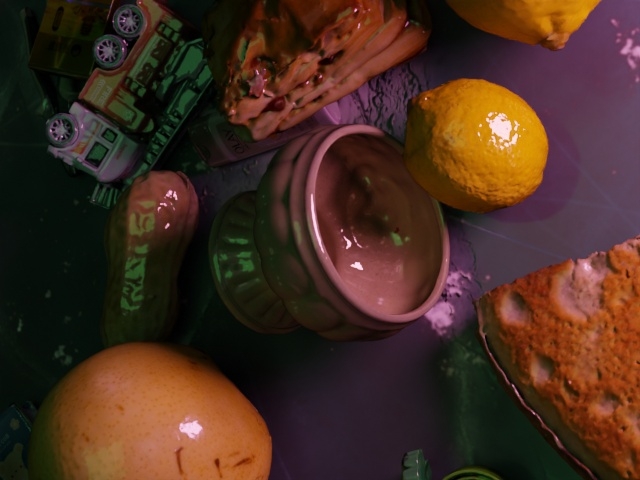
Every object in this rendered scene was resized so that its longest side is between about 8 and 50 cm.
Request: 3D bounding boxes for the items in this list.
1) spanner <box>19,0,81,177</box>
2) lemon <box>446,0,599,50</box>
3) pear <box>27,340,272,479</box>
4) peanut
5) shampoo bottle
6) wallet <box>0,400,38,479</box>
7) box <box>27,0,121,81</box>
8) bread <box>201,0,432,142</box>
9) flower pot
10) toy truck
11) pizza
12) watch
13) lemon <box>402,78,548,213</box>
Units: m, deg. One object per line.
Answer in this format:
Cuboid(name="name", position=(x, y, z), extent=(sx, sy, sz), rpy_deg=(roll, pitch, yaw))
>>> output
Cuboid(name="spanner", position=(-0.446, -0.261, 1.962), extent=(0.095, 0.040, 0.325), rpy_deg=(-20, 76, 25))
Cuboid(name="lemon", position=(0.259, -0.402, 1.498), extent=(0.268, 0.268, 0.322), rpy_deg=(-30, 90, 22))
Cuboid(name="pear", position=(-0.241, 0.306, 1.638), extent=(0.348, 0.348, 0.348), rpy_deg=(-3, 84, 27))
Cuboid(name="peanut", position=(-0.273, 0.043, 1.799), extent=(0.149, 0.149, 0.313), rpy_deg=(9, 94, 27))
Cuboid(name="shampoo bottle", position=(-0.086, -0.178, 1.752), extent=(0.227, 0.056, 0.086), rpy_deg=(-16, 122, 24))
Cuboid(name="wallet", position=(-0.475, 0.377, 1.912), extent=(0.141, 0.059, 0.202), rpy_deg=(-49, 65, 22))
Cuboid(name="box", position=(-0.405, -0.365, 1.929), extent=(0.121, 0.030, 0.193), rpy_deg=(13, 81, 17))
Cuboid(name="bread", position=(-0.022, -0.323, 1.635), extent=(0.324, 0.167, 0.277), rpy_deg=(-25, 48, 16))
Cuboid(name="flower pot", position=(0.000, 0.000, 1.586), extent=(0.244, 0.307, 0.307), rpy_deg=(-18, 77, 41))
Cuboid(name="toy truck", position=(-0.294, -0.208, 1.832), extent=(0.184, 0.133, 0.338), rpy_deg=(34, 99, 6))
Cuboid(name="pizza", position=(0.430, 0.120, 1.440), extent=(0.406, 0.130, 0.440), rpy_deg=(-53, 56, 13))
Cuboid(name="watch", position=(0.192, 0.355, 1.544), extent=(0.152, 0.131, 0.165), rpy_deg=(-9, 81, 16))
Cuboid(name="lemon", position=(0.206, -0.124, 1.538), extent=(0.180, 0.193, 0.180), rpy_deg=(-19, 61, 39))
